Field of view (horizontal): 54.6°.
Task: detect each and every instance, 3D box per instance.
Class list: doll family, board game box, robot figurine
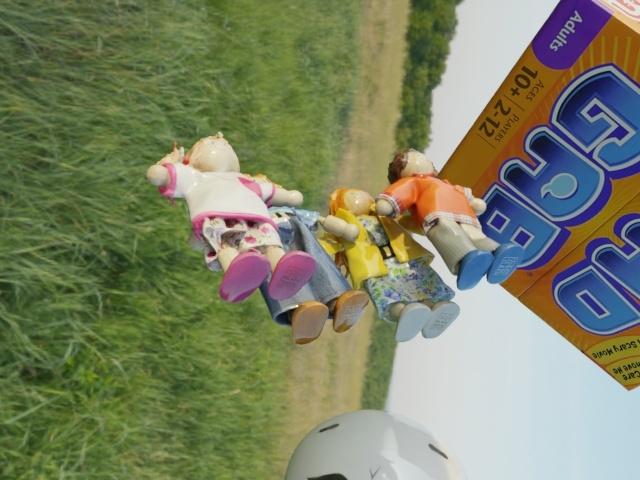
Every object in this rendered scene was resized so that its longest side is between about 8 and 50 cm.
[{"bbox_3d":[0.000,0.000,0.455,0.163,0.263,0.118,59,-41,44],"label":"doll family"},{"bbox_3d":[0.406,-0.114,0.760,0.356,0.356,0.356,-42,168,-36],"label":"board game box"},{"bbox_3d":[0.043,0.294,0.558,0.173,0.209,0.278,27,-63,55],"label":"robot figurine"}]
